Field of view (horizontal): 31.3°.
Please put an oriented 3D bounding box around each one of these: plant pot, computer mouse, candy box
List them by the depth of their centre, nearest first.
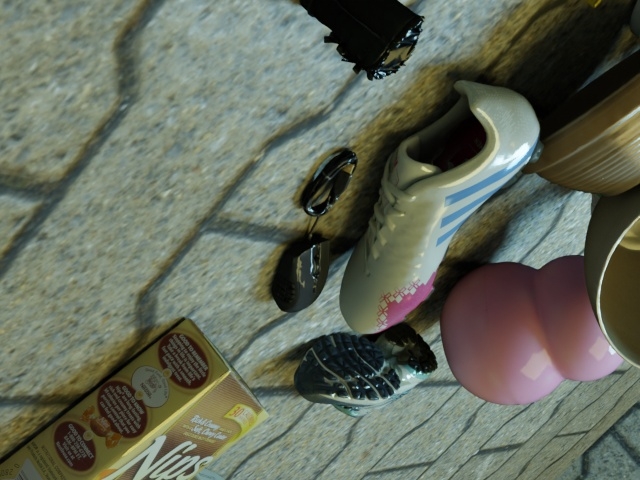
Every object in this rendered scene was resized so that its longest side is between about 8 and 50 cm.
[{"bbox_3d":[0.000,0.000,1.233,0.071,0.041,0.242,-22,149,-33],"label":"computer mouse"},{"bbox_3d":[-0.221,0.238,1.256,0.316,0.087,0.183,-38,155,-6],"label":"candy box"},{"bbox_3d":[0.343,-0.127,1.311,0.237,0.109,0.237,-38,-175,4],"label":"plant pot"},{"bbox_3d":[0.445,-0.001,1.412,0.284,0.191,0.284,-4,121,-7],"label":"plant pot"}]

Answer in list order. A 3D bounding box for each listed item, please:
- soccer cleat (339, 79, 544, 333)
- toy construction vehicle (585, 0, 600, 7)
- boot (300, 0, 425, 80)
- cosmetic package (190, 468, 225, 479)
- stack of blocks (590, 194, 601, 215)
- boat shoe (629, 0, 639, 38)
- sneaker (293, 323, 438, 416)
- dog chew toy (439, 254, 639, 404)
[{"bbox_3d":[0.099,-0.039,1.252,0.143,0.116,0.331,18,117,-44],"label":"soccer cleat"},{"bbox_3d":[0.298,-0.293,1.189,0.086,0.035,0.098,-54,156,4],"label":"toy construction vehicle"},{"bbox_3d":[0.045,-0.196,0.906,0.045,0.099,0.121,-6,138,-53],"label":"boot"},{"bbox_3d":[-0.116,0.455,1.512,0.129,0.296,0.153,-42,156,-1],"label":"cosmetic package"},{"bbox_3d":[0.529,-0.112,1.635,0.297,0.171,0.087,-37,155,-5],"label":"stack of blocks"},{"bbox_3d":[0.458,-0.321,1.297,0.095,0.084,0.258,-8,140,-50],"label":"boat shoe"},{"bbox_3d":[0.051,0.200,1.554,0.283,0.110,0.122,0,137,-54],"label":"sneaker"},{"bbox_3d":[0.340,0.111,1.597,0.332,0.206,0.206,-16,163,21],"label":"dog chew toy"}]
